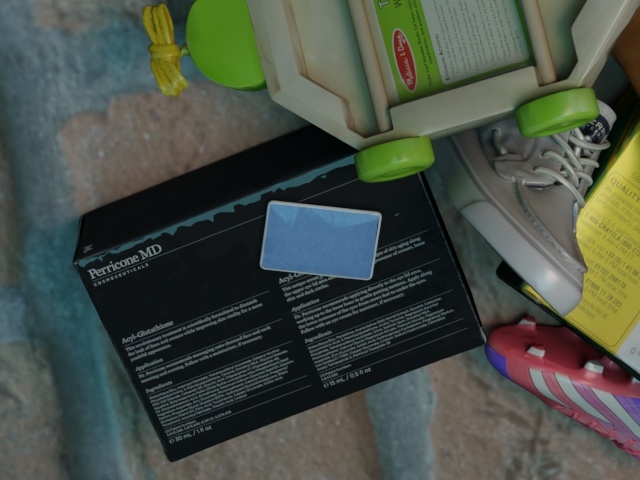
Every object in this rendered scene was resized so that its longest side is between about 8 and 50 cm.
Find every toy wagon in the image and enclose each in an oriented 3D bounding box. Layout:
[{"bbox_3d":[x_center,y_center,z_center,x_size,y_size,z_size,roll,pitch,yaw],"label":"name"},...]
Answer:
[{"bbox_3d":[0.042,-0.178,1.371,0.344,0.068,0.267,-16,83,18],"label":"toy wagon"}]

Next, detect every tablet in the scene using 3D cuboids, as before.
[{"bbox_3d":[0.000,0.000,1.424,0.083,0.006,0.054,6,112,-5],"label":"tablet"}]

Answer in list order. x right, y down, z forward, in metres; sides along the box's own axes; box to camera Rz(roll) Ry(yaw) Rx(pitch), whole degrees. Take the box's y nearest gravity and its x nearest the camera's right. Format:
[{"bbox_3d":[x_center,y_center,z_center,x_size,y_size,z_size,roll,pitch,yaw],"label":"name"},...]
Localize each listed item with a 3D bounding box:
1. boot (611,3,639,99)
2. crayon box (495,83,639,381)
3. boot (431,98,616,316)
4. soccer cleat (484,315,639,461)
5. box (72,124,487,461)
[{"bbox_3d":[0.306,-0.185,1.355,0.264,0.096,0.280,-33,78,6],"label":"boot"},{"bbox_3d":[0.307,-0.041,1.467,0.202,0.081,0.318,36,91,-13],"label":"crayon box"},{"bbox_3d":[0.157,-0.054,1.387,0.123,0.258,0.095,-42,121,9],"label":"boot"},{"bbox_3d":[0.241,0.133,1.567,0.248,0.083,0.095,15,115,-13],"label":"soccer cleat"},{"bbox_3d":[-0.030,0.028,1.490,0.261,0.103,0.184,-21,114,5],"label":"box"}]
